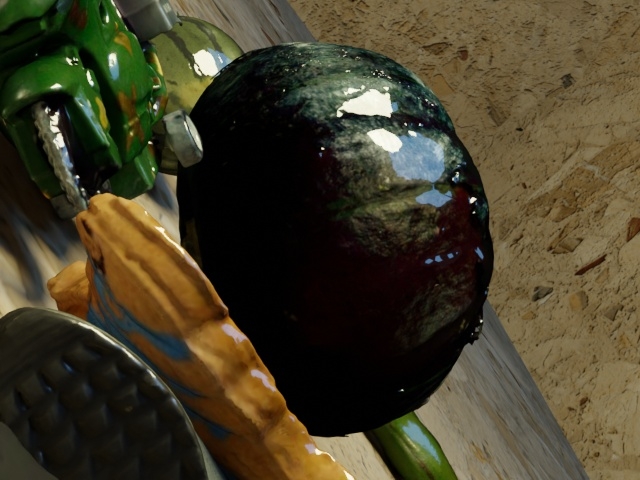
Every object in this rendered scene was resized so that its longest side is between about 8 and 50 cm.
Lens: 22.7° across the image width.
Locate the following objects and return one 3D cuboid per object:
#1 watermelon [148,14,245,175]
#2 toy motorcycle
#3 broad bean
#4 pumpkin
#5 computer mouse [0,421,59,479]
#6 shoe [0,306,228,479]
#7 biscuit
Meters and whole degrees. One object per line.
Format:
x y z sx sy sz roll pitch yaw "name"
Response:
-0.101 -0.107 1.074 0.133 0.105 0.105 54 6 20 "watermelon"
-0.137 -0.104 0.811 0.274 0.125 0.187 -97 162 -78 "toy motorcycle"
0.071 0.166 1.269 0.297 0.043 0.060 56 -4 -11 "broad bean"
0.000 0.000 0.920 0.233 0.163 0.233 170 -90 -74 "pumpkin"
-0.048 0.159 0.382 0.269 0.086 0.137 46 15 -11 "computer mouse"
-0.068 0.099 0.600 0.194 0.074 0.077 56 -4 -25 "shoe"
-0.045 0.087 0.683 0.183 0.043 0.280 35 -28 39 "biscuit"
